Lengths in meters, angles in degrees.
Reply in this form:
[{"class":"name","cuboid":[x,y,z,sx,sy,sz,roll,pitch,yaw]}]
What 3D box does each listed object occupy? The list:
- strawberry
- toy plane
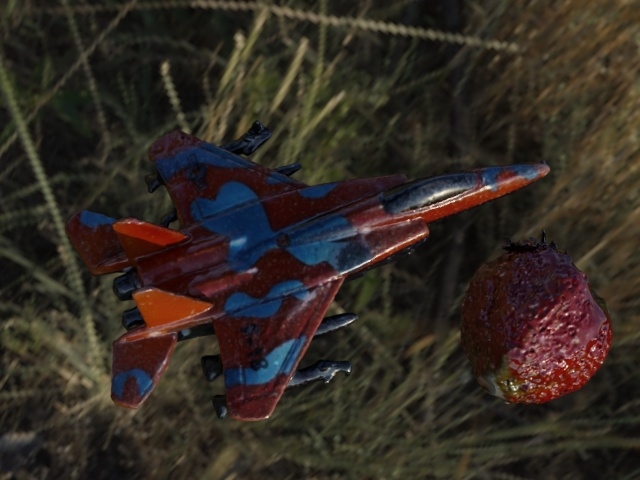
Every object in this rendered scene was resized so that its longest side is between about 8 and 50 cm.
[{"class":"strawberry","cuboid":[0.127,0.055,0.959,0.106,0.106,0.106,11,60,-20]},{"class":"toy plane","cuboid":[0.000,0.002,0.623,0.189,0.061,0.130,-14,63,-12]}]
